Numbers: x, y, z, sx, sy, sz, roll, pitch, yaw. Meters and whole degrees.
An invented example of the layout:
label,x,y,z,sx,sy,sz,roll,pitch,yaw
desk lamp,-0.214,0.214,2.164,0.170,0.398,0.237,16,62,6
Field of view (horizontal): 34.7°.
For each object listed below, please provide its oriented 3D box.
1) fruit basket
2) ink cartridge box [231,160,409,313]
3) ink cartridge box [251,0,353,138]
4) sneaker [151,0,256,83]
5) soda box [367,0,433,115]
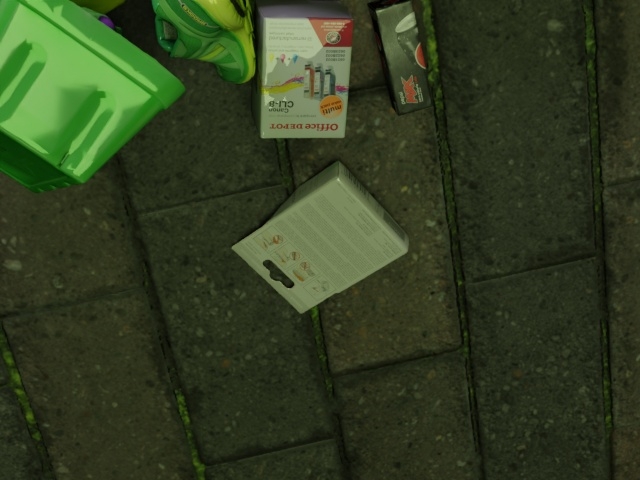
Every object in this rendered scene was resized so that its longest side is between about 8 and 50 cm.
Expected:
label,x,y,z,sx,sy,sz,roll,pitch,yaw
fruit basket,-0.326,-0.268,1.312,0.283,0.392,0.392,35,105,-22
ink cartridge box,0.000,0.000,1.642,0.225,0.056,0.181,-31,117,26
ink cartridge box,-0.029,-0.246,1.467,0.128,0.127,0.176,-1,116,-10
sneaker,-0.155,-0.291,1.368,0.124,0.295,0.109,-7,78,4
soda box,0.120,-0.275,1.520,0.060,0.053,0.168,-17,117,-2
